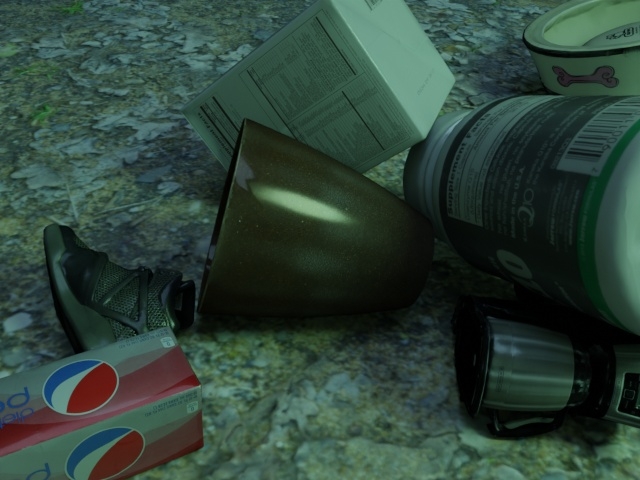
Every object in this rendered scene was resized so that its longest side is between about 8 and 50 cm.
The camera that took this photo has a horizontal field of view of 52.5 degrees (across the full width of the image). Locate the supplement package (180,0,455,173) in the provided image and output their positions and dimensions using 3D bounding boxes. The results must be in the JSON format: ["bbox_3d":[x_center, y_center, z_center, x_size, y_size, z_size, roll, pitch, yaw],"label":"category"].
[{"bbox_3d":[0.001,-0.193,0.861,0.263,0.198,0.199,-27,19,35],"label":"supplement package"}]

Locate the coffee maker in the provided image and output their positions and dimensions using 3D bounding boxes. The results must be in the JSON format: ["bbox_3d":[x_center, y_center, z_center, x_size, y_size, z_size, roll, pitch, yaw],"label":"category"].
[{"bbox_3d":[0.232,0.108,0.646,0.178,0.120,0.171,7,36,2],"label":"coffee maker"}]

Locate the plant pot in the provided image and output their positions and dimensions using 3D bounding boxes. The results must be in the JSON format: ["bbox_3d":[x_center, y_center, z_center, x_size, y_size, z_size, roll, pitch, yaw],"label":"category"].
[{"bbox_3d":[0.000,0.000,0.723,0.230,0.215,0.215,14,35,-11],"label":"plant pot"}]

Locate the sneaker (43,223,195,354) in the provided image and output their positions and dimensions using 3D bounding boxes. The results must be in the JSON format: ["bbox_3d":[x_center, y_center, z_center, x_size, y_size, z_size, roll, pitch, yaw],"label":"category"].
[{"bbox_3d":[-0.218,0.055,0.702,0.130,0.087,0.227,-19,45,-31],"label":"sneaker"}]

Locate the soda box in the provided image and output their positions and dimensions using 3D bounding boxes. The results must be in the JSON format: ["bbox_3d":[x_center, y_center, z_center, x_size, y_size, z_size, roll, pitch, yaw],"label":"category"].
[{"bbox_3d":[-0.234,0.165,0.540,0.263,0.092,0.083,-16,42,-26],"label":"soda box"}]

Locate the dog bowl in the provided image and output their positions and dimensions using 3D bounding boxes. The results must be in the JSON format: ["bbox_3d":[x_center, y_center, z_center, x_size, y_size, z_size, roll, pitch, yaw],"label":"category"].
[{"bbox_3d":[0.596,-0.360,1.206,0.408,0.150,0.408,-15,29,9],"label":"dog bowl"}]

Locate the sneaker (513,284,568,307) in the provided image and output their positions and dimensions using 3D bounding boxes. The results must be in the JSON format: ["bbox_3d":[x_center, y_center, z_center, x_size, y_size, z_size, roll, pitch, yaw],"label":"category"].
[{"bbox_3d":[0.373,0.035,0.756,0.283,0.124,0.107,5,36,1],"label":"sneaker"}]

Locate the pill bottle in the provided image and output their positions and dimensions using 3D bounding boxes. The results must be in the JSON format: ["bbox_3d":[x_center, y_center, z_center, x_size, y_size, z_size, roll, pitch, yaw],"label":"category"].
[{"bbox_3d":[0.244,-0.046,0.669,0.204,0.204,0.361,-10,15,-19],"label":"pill bottle"}]
